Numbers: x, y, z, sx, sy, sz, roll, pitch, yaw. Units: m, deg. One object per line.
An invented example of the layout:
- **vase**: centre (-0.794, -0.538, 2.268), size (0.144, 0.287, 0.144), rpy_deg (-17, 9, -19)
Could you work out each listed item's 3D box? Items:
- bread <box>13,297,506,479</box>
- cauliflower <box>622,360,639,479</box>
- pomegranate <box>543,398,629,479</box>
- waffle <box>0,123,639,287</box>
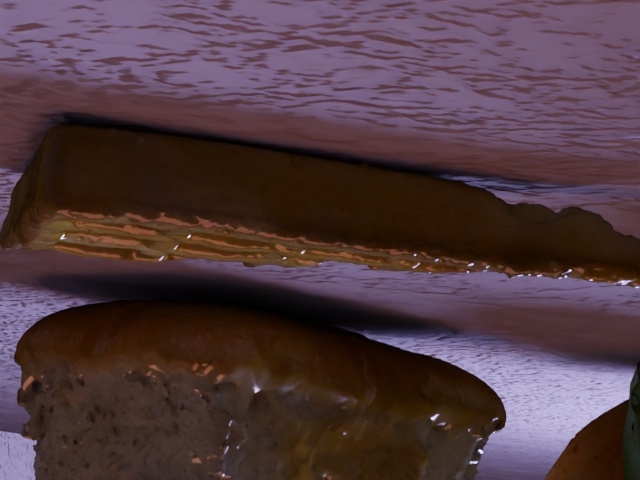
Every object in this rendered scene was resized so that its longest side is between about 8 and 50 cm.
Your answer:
- **bread**: centre (-0.031, 0.096, 0.928), size (0.174, 0.121, 0.245), rpy_deg (-14, 155, 42)
- **cauliflower**: centre (0.214, 0.120, 0.678), size (0.250, 0.272, 0.275), rpy_deg (35, 165, 21)
- **pomegranate**: centre (0.220, 0.174, 0.998), size (0.209, 0.209, 0.209), rpy_deg (6, 171, 1)
- **waffle**: centre (0.000, 0.000, 0.587), size (0.191, 0.032, 0.125), rpy_deg (9, 169, -14)
